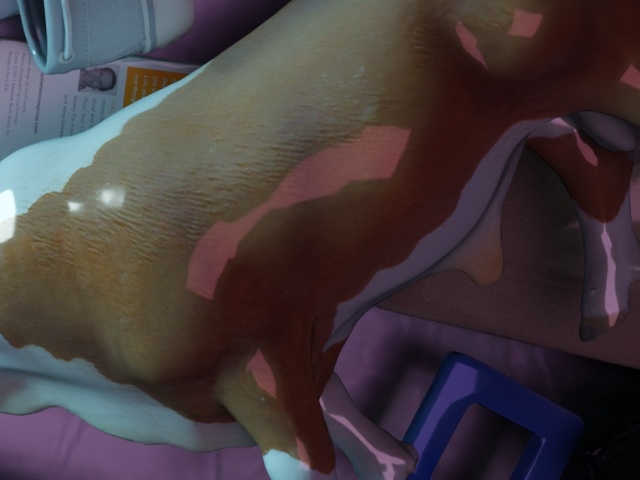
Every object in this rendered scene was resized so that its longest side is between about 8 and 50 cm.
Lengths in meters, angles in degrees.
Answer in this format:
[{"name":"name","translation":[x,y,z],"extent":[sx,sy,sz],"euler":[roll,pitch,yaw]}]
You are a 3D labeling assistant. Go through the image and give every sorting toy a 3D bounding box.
[{"name":"sorting toy","translation":[0.119,-0.046,0.746],"extent":[0.196,0.047,0.348],"euler":[13,92,-21]}]

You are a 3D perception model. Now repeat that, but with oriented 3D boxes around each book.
[{"name":"book","translation":[-0.053,-0.018,0.708],"extent":[0.144,0.035,0.096],"euler":[7,96,-15]}]

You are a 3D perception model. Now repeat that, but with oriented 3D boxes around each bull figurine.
[{"name":"bull figurine","translation":[0.000,0.000,0.642],"extent":[0.310,0.101,0.188],"euler":[-38,98,1]}]

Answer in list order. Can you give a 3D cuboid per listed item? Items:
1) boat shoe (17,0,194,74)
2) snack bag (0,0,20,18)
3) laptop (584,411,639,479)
[{"name":"boat shoe","translation":[-0.092,-0.131,0.603],"extent":[0.063,0.066,0.184],"euler":[-26,139,-14]},{"name":"snack bag","translation":[-0.155,-0.196,0.584],"extent":[0.342,0.037,0.323],"euler":[-22,128,-15]},{"name":"laptop","translation":[0.261,0.149,0.741],"extent":[0.234,0.136,0.264],"euler":[-29,119,-16]}]
